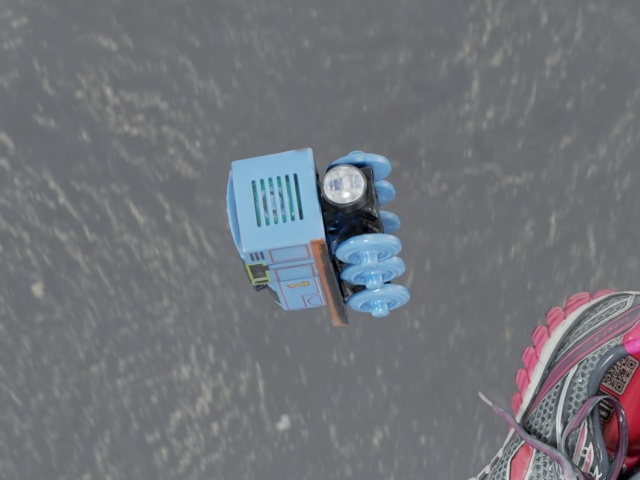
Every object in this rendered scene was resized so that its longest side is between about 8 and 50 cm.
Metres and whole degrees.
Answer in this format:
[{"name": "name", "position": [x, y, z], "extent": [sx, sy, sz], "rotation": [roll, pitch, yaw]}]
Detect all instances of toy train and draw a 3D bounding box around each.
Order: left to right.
[{"name": "toy train", "position": [0.000, 0.000, 1.206], "extent": [0.105, 0.184, 0.080], "rotation": [-7, 69, 3]}]

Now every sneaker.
[{"name": "sneaker", "position": [0.146, 0.168, 1.168], "extent": [0.121, 0.112, 0.299], "rotation": [23, 84, -16]}]
